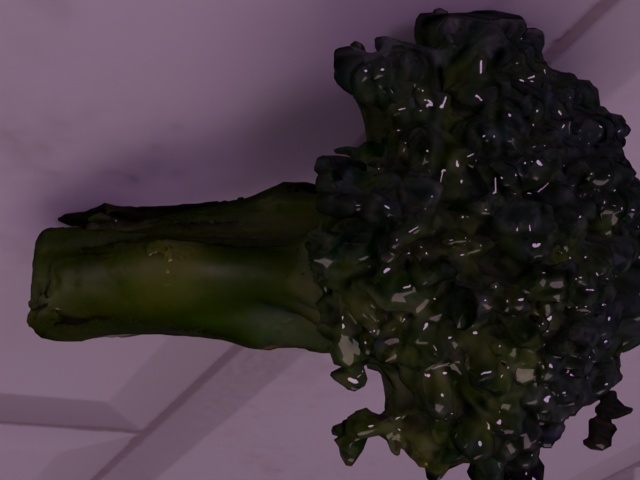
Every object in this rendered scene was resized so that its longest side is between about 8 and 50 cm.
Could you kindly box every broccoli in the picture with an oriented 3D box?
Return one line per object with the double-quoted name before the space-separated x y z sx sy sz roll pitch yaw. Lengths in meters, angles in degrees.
"broccoli" 0.015 -0.006 0.477 0.275 0.177 0.199 2 -160 41
